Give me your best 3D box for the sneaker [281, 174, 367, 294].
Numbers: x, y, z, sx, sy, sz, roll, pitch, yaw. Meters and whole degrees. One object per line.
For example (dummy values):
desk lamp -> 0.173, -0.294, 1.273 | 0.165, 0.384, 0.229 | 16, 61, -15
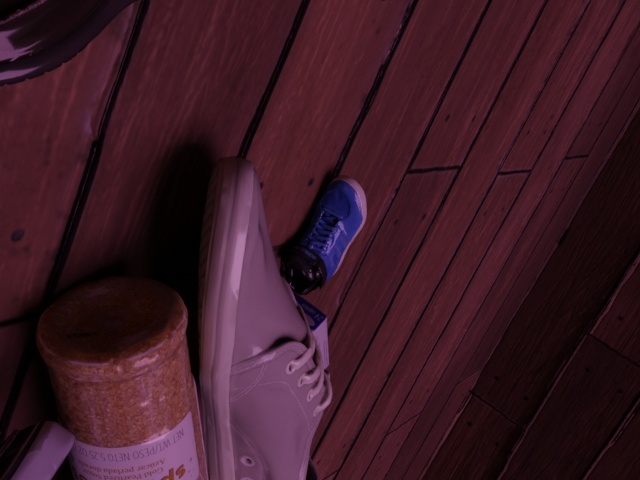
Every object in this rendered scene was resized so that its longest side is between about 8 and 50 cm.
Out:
sneaker -> 0.001, 0.001, 0.945 | 0.084, 0.058, 0.152 | -41, 160, -48

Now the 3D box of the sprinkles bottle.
sprinkles bottle -> -0.163, 0.205, 0.743 | 0.121, 0.121, 0.355 | -34, 135, -40

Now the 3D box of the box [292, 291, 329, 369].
box -> -0.059, 0.150, 1.009 | 0.137, 0.072, 0.126 | -44, 153, -26

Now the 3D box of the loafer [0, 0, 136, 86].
loafer -> -0.147, -0.163, 0.460 | 0.220, 0.080, 0.078 | -46, 145, -32

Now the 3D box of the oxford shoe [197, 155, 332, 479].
oxford shoe -> -0.053, 0.117, 0.800 | 0.169, 0.130, 0.449 | -93, -178, -56

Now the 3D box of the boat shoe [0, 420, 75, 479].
boat shoe -> -0.317, 0.234, 0.599 | 0.306, 0.105, 0.113 | -45, -172, 0
